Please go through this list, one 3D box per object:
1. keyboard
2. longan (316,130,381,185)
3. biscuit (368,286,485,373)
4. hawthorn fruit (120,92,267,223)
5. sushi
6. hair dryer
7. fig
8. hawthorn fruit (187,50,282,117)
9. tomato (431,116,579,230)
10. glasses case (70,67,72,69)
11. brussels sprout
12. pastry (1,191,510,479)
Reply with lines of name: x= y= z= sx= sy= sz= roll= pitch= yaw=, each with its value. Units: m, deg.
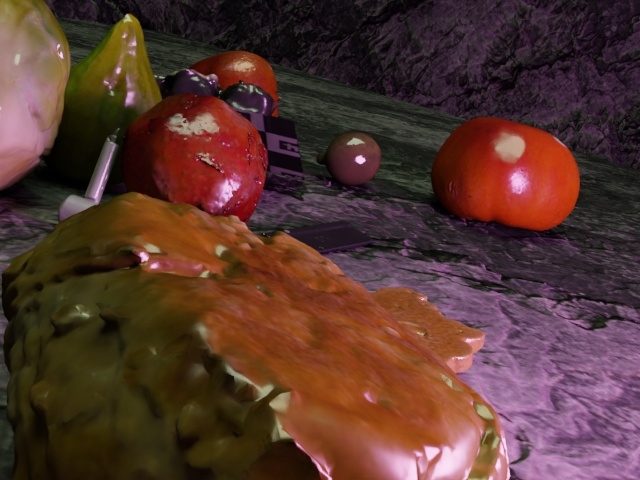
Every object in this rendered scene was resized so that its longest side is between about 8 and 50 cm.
keyboard: x=0.000 y=0.000 z=1.136 sx=0.060 sy=0.018 sz=0.195 roll=30 pitch=22 yaw=28
longan: x=0.049 y=-0.146 z=1.546 sx=0.119 sy=0.106 sz=0.106 roll=2 pitch=12 yaw=15
biscuit: x=0.075 y=0.094 z=0.827 sx=0.162 sy=0.035 sz=0.250 roll=10 pitch=14 yaw=9
hawthorn fruit: x=-0.138 y=-0.068 z=0.999 sx=0.181 sy=0.181 sz=0.235 roll=7 pitch=32 yaw=-22
sushi: x=-0.198 y=-0.224 z=1.375 sx=0.372 sy=0.100 sz=0.296 roll=14 pitch=-12 yaw=4
hair dryer: x=-0.243 y=-0.065 z=0.971 sx=0.063 sy=0.124 sz=0.038 roll=18 pitch=-6 yaw=13
fig: x=-0.281 y=-0.165 z=1.164 sx=0.167 sy=0.233 sz=0.167 roll=24 pitch=49 yaw=-30
hawthorn fruit: x=-0.182 y=-0.241 z=1.548 sx=0.225 sy=0.197 sz=0.196 roll=-2 pitch=15 yaw=3
tomato: x=0.324 y=-0.117 z=1.515 sx=0.259 sy=0.180 sz=0.260 roll=14 pitch=14 yaw=-4
glasses case: x=-0.450 y=-0.269 z=1.557 sx=0.327 sy=0.076 sz=0.125 roll=13 pitch=2 yaw=21
brussels sprout: x=-0.449 y=-0.200 z=1.004 sx=0.344 sy=0.268 sz=0.344 roll=32 pitch=34 yaw=-25
pastry: x=-0.048 y=0.095 z=0.481 sx=0.255 sy=0.162 sz=0.311 roll=16 pitch=17 yaw=-29
